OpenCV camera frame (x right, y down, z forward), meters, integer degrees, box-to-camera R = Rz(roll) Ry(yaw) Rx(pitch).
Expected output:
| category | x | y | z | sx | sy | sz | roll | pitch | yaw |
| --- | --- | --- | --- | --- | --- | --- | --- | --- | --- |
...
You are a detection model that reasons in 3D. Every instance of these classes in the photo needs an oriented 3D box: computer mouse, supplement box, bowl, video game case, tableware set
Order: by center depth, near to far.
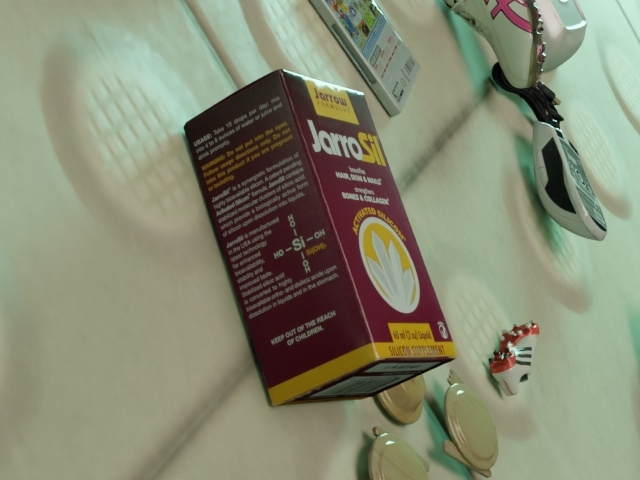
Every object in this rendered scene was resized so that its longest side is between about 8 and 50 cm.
| category | x | y | z | sx | sy | sz | roll | pitch | yaw |
| --- | --- | --- | --- | --- | --- | --- | --- | --- | --- |
| supplement box | 0.000 | 0.000 | 0.925 | 0.104 | 0.081 | 0.188 | 6 | 62 | -58 |
| tableware set | 0.074 | 0.144 | 0.998 | 0.141 | 0.020 | 0.168 | 42 | 36 | -32 |
| video game case | 0.036 | -0.167 | 1.201 | 0.122 | 0.011 | 0.087 | 54 | 30 | -18 |
| computer mouse | 0.213 | -0.076 | 1.398 | 0.106 | 0.042 | 0.193 | 36 | 33 | -49 |
| bowl | 0.223 | -0.247 | 1.544 | 0.142 | 0.053 | 0.142 | 65 | 26 | 1 |

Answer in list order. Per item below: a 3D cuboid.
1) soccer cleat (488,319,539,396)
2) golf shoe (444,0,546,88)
| category | x | y | z | sx | sy | sz | roll | pitch | yaw |
| --- | --- | --- | --- | --- | --- | --- | --- | --- | --- |
| soccer cleat | 0.154 | 0.091 | 1.170 | 0.035 | 0.029 | 0.083 | 66 | 30 | -14 |
| golf shoe | 0.153 | -0.217 | 1.387 | 0.067 | 0.086 | 0.186 | 89 | -13 | -65 |
